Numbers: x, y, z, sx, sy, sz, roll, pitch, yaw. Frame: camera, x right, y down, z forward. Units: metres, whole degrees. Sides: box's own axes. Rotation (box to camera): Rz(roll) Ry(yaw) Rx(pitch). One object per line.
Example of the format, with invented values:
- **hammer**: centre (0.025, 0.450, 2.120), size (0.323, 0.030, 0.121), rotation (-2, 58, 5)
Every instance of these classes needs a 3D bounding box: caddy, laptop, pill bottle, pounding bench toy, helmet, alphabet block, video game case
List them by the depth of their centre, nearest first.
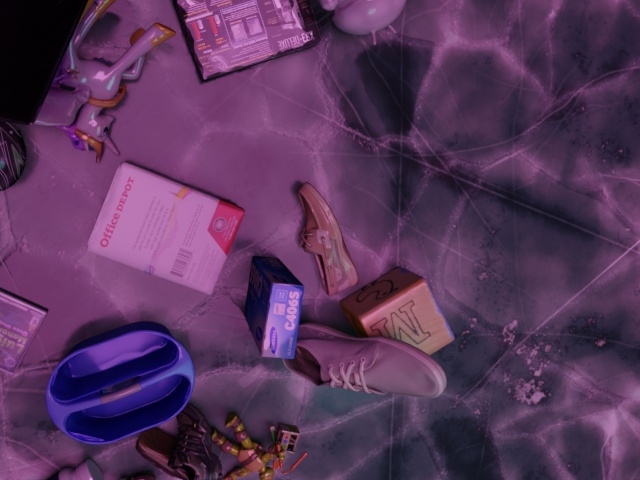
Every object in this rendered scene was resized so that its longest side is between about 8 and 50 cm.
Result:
- **laptop**: centre (-0.649, -0.337, 1.295), size (0.236, 0.408, 0.382), rotation (25, 59, -26)
- **helmet**: centre (-0.727, -0.189, 1.472), size (0.169, 0.161, 0.169), rotation (-2, 99, -14)
- **video game case**: centre (-0.776, 0.204, 1.591), size (0.190, 0.022, 0.173), rotation (29, 91, -16)
- **caddy**: centre (-0.471, 0.338, 1.606), size (0.341, 0.179, 0.241), rotation (-19, 101, -10)
- **pill bottle**: centre (-0.629, 0.623, 1.643), size (0.187, 0.112, 0.112), rotation (-33, 104, -8)
- **alphabet block**: centre (0.195, 0.207, 1.747), size (0.197, 0.192, 0.193), rotation (-30, 102, -9)
- **pounding bench toy**: centre (-0.106, 0.526, 1.789), size (0.083, 0.052, 0.065), rotation (16, 94, -15)

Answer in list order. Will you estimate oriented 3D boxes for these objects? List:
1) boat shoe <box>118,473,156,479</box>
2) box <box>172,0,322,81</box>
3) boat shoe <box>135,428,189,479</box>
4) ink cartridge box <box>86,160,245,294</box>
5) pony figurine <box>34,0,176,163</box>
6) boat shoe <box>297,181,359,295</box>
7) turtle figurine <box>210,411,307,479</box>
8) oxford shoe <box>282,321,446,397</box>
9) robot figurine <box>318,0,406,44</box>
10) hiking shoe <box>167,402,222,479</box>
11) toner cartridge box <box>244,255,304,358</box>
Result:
- **boat shoe**: centre (-0.439, 0.752, 1.711), size (0.097, 0.116, 0.324), rotation (-11, 95, -9)
- **box**: centre (-0.177, -0.541, 1.600), size (0.307, 0.076, 0.242), rotation (-21, 103, -10)
- **boat shoe**: centre (-0.370, 0.560, 1.719), size (0.223, 0.080, 0.073), rotation (35, 132, -10)
- **ink cartridge box**: centre (-0.364, -0.032, 1.602), size (0.306, 0.131, 0.226), rotation (23, 93, -14)
- **pony figurine**: centre (-0.534, -0.358, 1.444), size (0.351, 0.303, 0.363), rotation (16, 113, -41)
- **boat shoe**: centre (0.000, 0.000, 1.712), size (0.098, 0.109, 0.302), rotation (-26, 109, -10)
- **turtle figurine**: centre (-0.178, 0.548, 1.748), size (0.269, 0.087, 0.217), rotation (-36, 100, 23)
- **oxford shoe**: centre (0.088, 0.308, 1.620), size (0.130, 0.449, 0.169), rotation (-40, 128, -43)
- **robot figurine**: centre (0.080, -0.639, 1.585), size (0.300, 0.200, 0.353), rotation (-37, 106, -36)
- **hiking shoe**: centre (-0.328, 0.512, 1.668), size (0.114, 0.086, 0.227), rotation (-10, 66, -42)
- **toner cartridge box**: centre (-0.116, 0.146, 1.577), size (0.075, 0.348, 0.165), rotation (6, 96, -13)
